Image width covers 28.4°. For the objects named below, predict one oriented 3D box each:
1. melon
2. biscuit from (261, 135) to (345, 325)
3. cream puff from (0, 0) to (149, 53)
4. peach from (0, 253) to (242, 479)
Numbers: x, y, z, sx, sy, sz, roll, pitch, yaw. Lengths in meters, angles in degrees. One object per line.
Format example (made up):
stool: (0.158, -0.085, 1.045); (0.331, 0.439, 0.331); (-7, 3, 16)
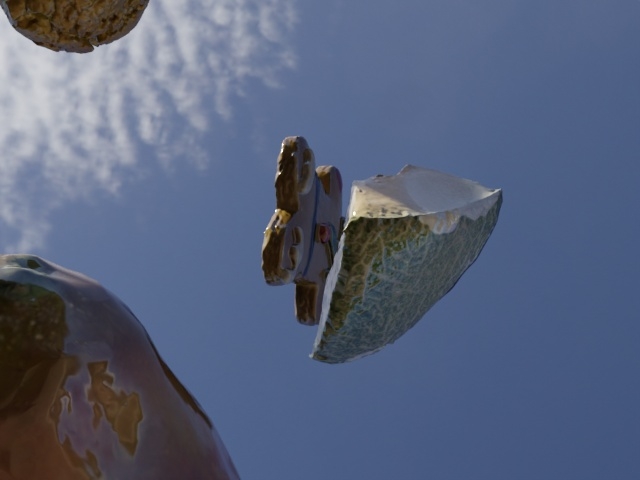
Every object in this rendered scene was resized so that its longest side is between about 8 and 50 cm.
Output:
melon: (0.042, 0.007, 0.978); (0.202, 0.139, 0.093); (-48, -116, 4)
biscuit: (0.000, 0.000, 1.466); (0.049, 0.301, 0.197); (6, -108, 16)
cream puff: (-0.265, -0.288, 1.343); (0.189, 0.189, 0.129); (-59, -148, 8)
peach: (-0.117, 0.115, 0.393); (0.214, 0.214, 0.235); (14, -71, 17)
